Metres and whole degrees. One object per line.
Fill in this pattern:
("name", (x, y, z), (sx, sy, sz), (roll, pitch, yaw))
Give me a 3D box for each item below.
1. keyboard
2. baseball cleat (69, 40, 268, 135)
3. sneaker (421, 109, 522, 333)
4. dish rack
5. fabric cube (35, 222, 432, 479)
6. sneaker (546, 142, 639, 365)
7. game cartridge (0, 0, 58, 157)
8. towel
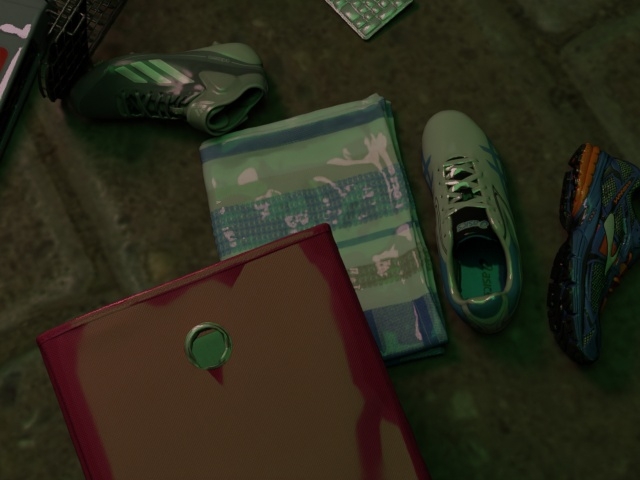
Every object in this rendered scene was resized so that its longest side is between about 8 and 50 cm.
("keyboard", (-0.006, -0.326, 1.412), (0.072, 0.014, 0.256), (-39, 71, -9))
("baseball cleat", (-0.157, -0.150, 1.320), (0.206, 0.072, 0.109), (-16, 49, -1))
("sneaker", (0.149, -0.028, 1.250), (0.085, 0.086, 0.237), (-11, 68, 3))
("dish rack", (-0.232, -0.278, 1.320), (0.074, 0.208, 0.271), (28, 76, -2))
("fabric cube", (-0.061, 0.169, 1.086), (0.254, 0.259, 0.258), (-21, 78, -3))
("sneaker", (0.273, 0.013, 1.229), (0.087, 0.083, 0.221), (11, 74, 1))
("game cartridge", (-0.422, -0.151, 1.366), (0.196, 0.060, 0.294), (13, 71, 14))
("towel", (0.000, 0.000, 1.281), (0.209, 0.034, 0.285), (-13, 69, 1))
